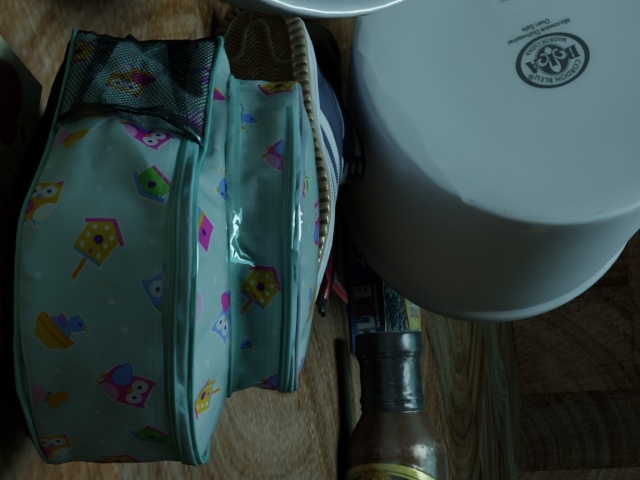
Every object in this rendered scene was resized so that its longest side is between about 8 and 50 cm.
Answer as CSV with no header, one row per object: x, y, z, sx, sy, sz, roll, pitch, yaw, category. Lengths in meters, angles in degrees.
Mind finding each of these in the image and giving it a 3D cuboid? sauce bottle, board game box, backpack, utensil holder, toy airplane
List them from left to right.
-0.073,0.011,0.548,0.188,0.144,0.166,-77,173,-50,backpack
0.000,0.000,1.126,0.151,0.028,0.151,-4,90,-78,toy airplane
0.077,0.051,1.399,0.243,0.042,0.165,21,65,-75,board game box
0.077,0.264,1.194,0.111,0.111,0.344,28,57,-74,sauce bottle
0.179,-0.111,1.100,0.385,0.328,0.327,87,1,-78,utensil holder

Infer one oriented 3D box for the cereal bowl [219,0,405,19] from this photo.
-0.031,-0.301,0.681,0.339,0.141,0.339,-9,105,-37,cereal bowl

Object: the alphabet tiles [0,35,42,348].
-0.187,-0.075,0.409,0.342,0.011,0.285,61,27,-60,alphabet tiles

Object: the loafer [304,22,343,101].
-0.008,-0.170,1.107,0.148,0.056,0.050,76,12,-72,loafer

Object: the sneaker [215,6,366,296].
-0.023,-0.030,0.894,0.153,0.099,0.282,59,27,-59,sneaker
